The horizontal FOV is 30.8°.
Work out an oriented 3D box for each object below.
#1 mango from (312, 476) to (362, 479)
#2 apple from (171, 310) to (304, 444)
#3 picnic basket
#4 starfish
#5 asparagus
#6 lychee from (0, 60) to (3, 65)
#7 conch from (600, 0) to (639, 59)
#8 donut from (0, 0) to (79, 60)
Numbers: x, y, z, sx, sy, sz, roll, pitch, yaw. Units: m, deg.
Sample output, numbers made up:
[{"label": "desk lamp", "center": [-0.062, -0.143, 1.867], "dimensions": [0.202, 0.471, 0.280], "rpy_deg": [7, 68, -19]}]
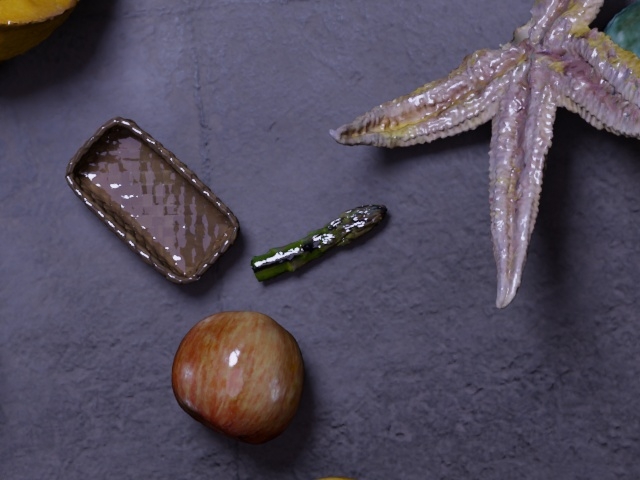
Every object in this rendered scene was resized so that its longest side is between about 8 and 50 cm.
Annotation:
[{"label": "mango", "center": [-0.007, 0.326, 1.279], "dimensions": [0.227, 0.109, 0.147], "rpy_deg": [2, 120, 4]}, {"label": "apple", "center": [-0.087, 0.143, 1.250], "dimensions": [0.146, 0.146, 0.131], "rpy_deg": [24, 77, 2]}, {"label": "picnic basket", "center": [-0.182, -0.044, 1.282], "dimensions": [0.193, 0.055, 0.110], "rpy_deg": [44, 96, 0]}, {"label": "starfish", "center": [0.208, -0.172, 1.159], "dimensions": [0.398, 0.132, 0.383], "rpy_deg": [-34, 48, 14]}, {"label": "asparagus", "center": [0.000, 0.000, 1.284], "dimensions": [0.165, 0.030, 0.036], "rpy_deg": [-28, 82, 7]}, {"label": "lychee", "center": [-0.393, -0.229, 1.253], "dimensions": [0.114, 0.101, 0.140], "rpy_deg": [7, 118, 6]}, {"label": "conch", "center": [0.415, -0.153, 1.174], "dimensions": [0.277, 0.195, 0.220], "rpy_deg": [-7, 65, 30]}, {"label": "donut", "center": [-0.355, -0.301, 1.190], "dimensions": [0.278, 0.108, 0.277], "rpy_deg": [9, 59, -15]}]
